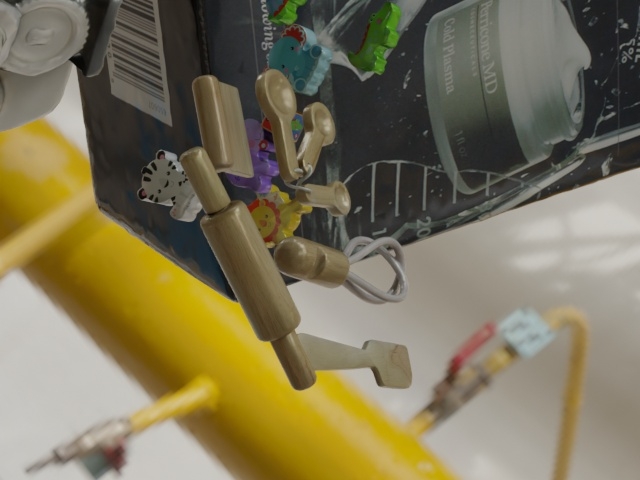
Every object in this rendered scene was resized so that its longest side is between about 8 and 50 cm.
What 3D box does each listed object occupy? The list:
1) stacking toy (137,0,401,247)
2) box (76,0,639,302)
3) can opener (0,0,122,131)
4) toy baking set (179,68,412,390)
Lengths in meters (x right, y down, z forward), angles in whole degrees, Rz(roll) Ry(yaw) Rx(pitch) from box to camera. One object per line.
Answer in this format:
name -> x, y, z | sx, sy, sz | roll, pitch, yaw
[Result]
stacking toy -> -0.035, -0.101, 1.322 | 0.052, 0.221, 0.167 | 31, 8, 28
box -> 0.032, -0.262, 1.590 | 0.297, 0.472, 0.479 | 30, -48, 52
can opener -> -0.071, -0.136, 0.412 | 0.093, 0.074, 0.280 | 58, -41, 35
toy baking set -> -0.003, 0.001, 1.108 | 0.030, 0.197, 0.256 | -17, -77, 30
